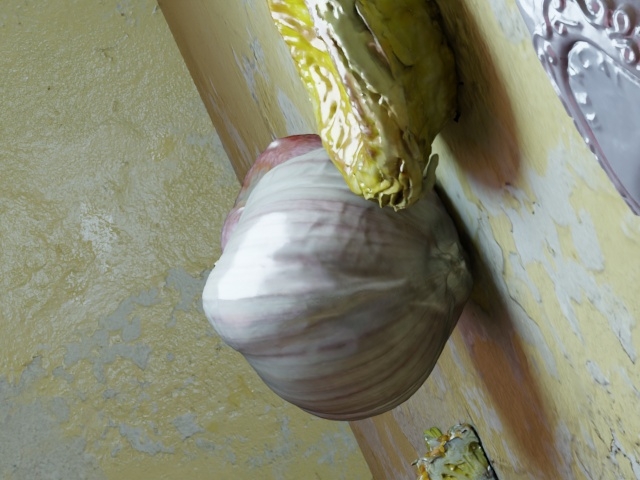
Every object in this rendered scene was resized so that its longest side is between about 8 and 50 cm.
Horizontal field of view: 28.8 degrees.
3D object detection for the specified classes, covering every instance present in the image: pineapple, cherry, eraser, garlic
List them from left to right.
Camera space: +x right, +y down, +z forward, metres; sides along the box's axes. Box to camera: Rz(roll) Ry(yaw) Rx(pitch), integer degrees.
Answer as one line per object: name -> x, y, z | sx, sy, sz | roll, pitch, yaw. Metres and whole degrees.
cherry -> -0.001, -0.008, 1.576 | 0.206, 0.239, 0.239 | -43, 67, 44
garlic -> 0.030, 0.047, 1.319 | 0.317, 0.259, 0.317 | -11, -90, -72
pineapple -> 0.186, 0.373, 1.713 | 0.233, 0.135, 0.079 | 65, 173, -4
eraser -> 0.154, -0.124, 0.703 | 0.243, 0.059, 0.204 | 58, 170, 19

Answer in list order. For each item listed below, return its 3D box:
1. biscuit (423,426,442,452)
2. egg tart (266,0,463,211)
biscuit -> 0.190, 0.335, 1.970 | 0.084, 0.023, 0.084 | 62, 170, 20
egg tart -> 0.043, -0.166, 1.121 | 0.295, 0.116, 0.295 | 63, 174, 12
